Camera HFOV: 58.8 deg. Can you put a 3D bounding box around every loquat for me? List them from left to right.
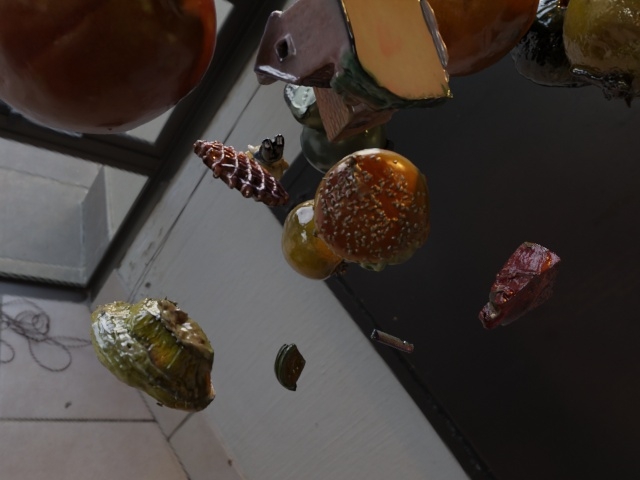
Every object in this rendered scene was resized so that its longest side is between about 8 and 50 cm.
[{"bbox_3d":[0.000,0.000,1.425,0.208,0.208,0.208,29,33,-21],"label":"loquat"},{"bbox_3d":[0.520,-0.344,0.939,0.244,0.244,0.243,29,33,-21],"label":"loquat"}]

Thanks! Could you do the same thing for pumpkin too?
[{"bbox_3d":[0.621,-0.518,1.406,0.321,0.192,0.320,3,58,-5],"label":"pumpkin"}]

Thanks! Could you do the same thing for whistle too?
[{"bbox_3d":[0.232,0.325,1.827,0.177,0.033,0.033,25,34,-31],"label":"whistle"}]

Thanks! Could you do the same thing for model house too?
[{"bbox_3d":[0.038,-0.268,0.902,0.237,0.237,0.202,-18,90,-45],"label":"model house"}]

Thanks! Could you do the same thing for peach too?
[{"bbox_3d":[-0.310,-0.323,0.781,0.343,0.302,0.342,11,75,-47],"label":"peach"}]

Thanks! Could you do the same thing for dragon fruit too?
[{"bbox_3d":[0.281,0.071,0.799,0.097,0.131,0.063,61,-10,-11],"label":"dragon fruit"}]

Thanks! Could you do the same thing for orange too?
[{"bbox_3d":[0.259,-0.469,1.072,0.312,0.312,0.312,29,33,-21],"label":"orange"}]

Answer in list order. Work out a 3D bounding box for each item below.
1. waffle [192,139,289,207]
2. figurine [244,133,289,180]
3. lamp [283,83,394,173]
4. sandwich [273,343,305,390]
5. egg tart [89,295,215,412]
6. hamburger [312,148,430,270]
[{"bbox_3d":[-0.175,-0.155,1.312,0.234,0.055,0.221,46,18,24],"label":"waffle"},{"bbox_3d":[-0.144,-0.224,1.511,0.114,0.196,0.108,-27,79,-16],"label":"figurine"},{"bbox_3d":[0.033,-0.242,1.213,0.244,0.198,0.197,44,21,-46],"label":"lamp"},{"bbox_3d":[-0.066,0.275,1.239,0.069,0.101,0.026,19,-5,-24],"label":"sandwich"},{"bbox_3d":[-0.359,0.240,1.311,0.352,0.150,0.352,43,4,-4],"label":"egg tart"},{"bbox_3d":[0.098,-0.060,1.055,0.237,0.236,0.147,28,15,-21],"label":"hamburger"}]
